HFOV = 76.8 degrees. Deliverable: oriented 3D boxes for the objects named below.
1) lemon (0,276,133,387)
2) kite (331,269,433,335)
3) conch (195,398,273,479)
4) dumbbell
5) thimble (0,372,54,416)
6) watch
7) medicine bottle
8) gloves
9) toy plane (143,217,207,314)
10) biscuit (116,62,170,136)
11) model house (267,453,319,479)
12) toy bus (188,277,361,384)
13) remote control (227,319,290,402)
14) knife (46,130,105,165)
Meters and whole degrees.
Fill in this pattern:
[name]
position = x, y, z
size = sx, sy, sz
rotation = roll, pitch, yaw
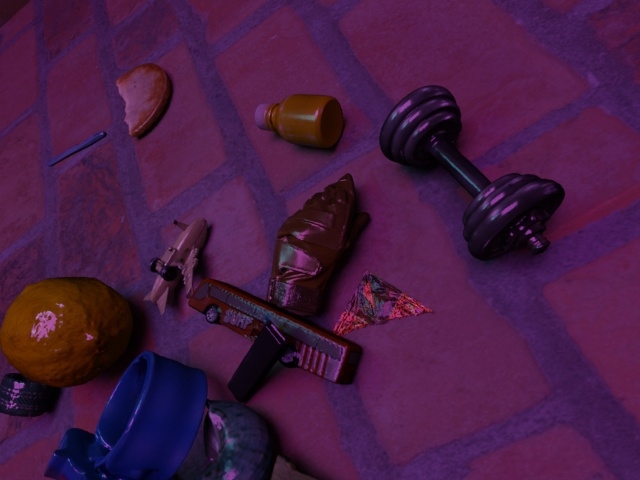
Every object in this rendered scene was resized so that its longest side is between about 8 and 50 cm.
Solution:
[lemon]
position = -0.620, 0.216, 0.993
size = 0.322, 0.268, 0.268
rotation = 11, 76, 28
[kite]
position = 0.108, 0.116, 0.827
size = 0.223, 0.008, 0.125
rotation = -18, 64, 18
[conch]
position = -0.167, 0.424, 0.772
size = 0.196, 0.134, 0.202
rotation = 165, 116, -69
[dumbbell]
position = 0.263, -0.131, 0.751
size = 0.179, 0.179, 0.406
rotation = -38, 59, 8
[thimble]
position = -0.789, 0.410, 1.076
size = 0.135, 0.118, 0.090
rotation = 7, 73, 27
[watch]
position = -0.344, 0.371, 0.787
size = 0.305, 0.241, 0.274
rotation = 2, 62, 56
[medicine bottle]
position = -0.061, -0.301, 1.002
size = 0.213, 0.122, 0.121
rotation = 15, 78, 29
[gloves]
position = -0.007, -0.003, 0.851
size = 0.154, 0.141, 0.330
rotation = 15, 78, 30
[toy plane]
position = -0.366, 0.054, 1.030
size = 0.242, 0.104, 0.255
rotation = 16, 84, 45
[biscuit]
position = -0.600, -0.500, 1.383
size = 0.205, 0.040, 0.308
rotation = -33, 61, 11
[model house]
position = -0.032, 0.515, 0.669
size = 0.189, 0.195, 0.213
rotation = 18, 94, 6
[toy bus]
position = -0.110, 0.184, 0.854
size = 0.409, 0.093, 0.092
rotation = 19, 84, 29
[remote control]
position = -0.129, 0.246, 0.802
size = 0.063, 0.025, 0.245
rotation = 46, 129, 18
[knife]
position = -0.903, -0.337, 1.480
size = 0.313, 0.019, 0.044
rotation = -20, 56, 18
